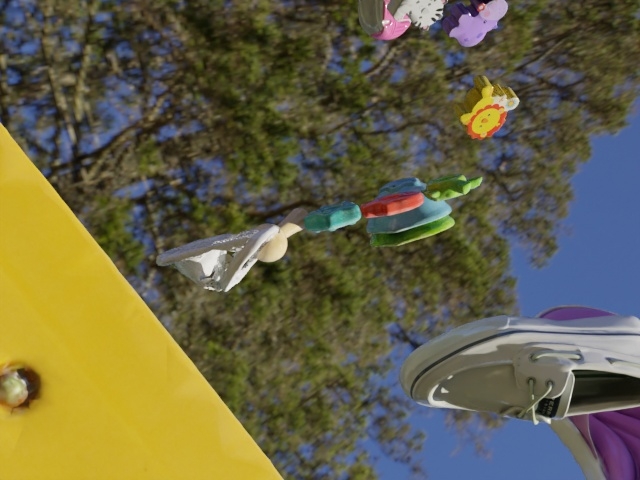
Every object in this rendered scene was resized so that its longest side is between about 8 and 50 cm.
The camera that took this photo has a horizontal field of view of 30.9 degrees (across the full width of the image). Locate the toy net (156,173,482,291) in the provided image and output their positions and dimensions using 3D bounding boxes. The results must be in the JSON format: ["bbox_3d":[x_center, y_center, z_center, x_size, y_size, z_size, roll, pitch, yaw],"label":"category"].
[{"bbox_3d":[0.000,0.000,0.838,0.122,0.232,0.045,-170,-116,-70],"label":"toy net"}]

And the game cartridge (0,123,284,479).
[{"bbox_3d":[-0.210,0.120,0.546,0.285,0.323,0.052,52,-30,-2],"label":"game cartridge"}]

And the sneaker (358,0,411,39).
[{"bbox_3d":[0.042,-0.325,1.184,0.111,0.103,0.252,-7,-98,28],"label":"sneaker"}]

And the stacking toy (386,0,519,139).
[{"bbox_3d":[0.157,-0.220,0.977,0.221,0.052,0.167,-53,-136,30],"label":"stacking toy"}]

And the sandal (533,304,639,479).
[{"bbox_3d":[0.299,0.157,1.047,0.169,0.416,0.102,-3,-60,-7],"label":"sandal"}]

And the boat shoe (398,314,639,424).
[{"bbox_3d":[0.179,0.109,0.937,0.076,0.226,0.083,-113,-160,-44],"label":"boat shoe"}]
